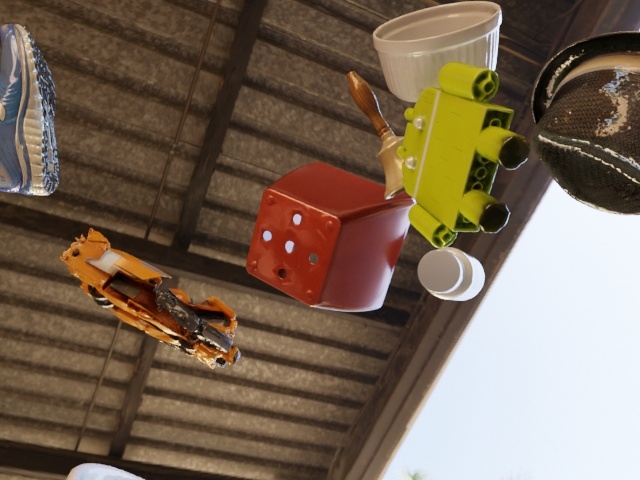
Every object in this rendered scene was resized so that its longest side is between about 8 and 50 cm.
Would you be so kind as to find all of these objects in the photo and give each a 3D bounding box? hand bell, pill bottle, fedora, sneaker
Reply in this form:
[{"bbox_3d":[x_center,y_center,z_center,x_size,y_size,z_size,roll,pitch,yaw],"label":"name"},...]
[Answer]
[{"bbox_3d":[0.117,-0.212,0.906,0.126,0.126,0.242,-29,-95,5],"label":"hand bell"},{"bbox_3d":[0.330,0.085,1.230,0.131,0.131,0.229,-49,-26,14],"label":"pill bottle"},{"bbox_3d":[0.460,-0.150,0.754,0.152,0.334,0.334,-44,-61,-21],"label":"fedora"},{"bbox_3d":[-0.578,-0.246,0.890,0.147,0.130,0.330,-4,-99,-15],"label":"sneaker"}]

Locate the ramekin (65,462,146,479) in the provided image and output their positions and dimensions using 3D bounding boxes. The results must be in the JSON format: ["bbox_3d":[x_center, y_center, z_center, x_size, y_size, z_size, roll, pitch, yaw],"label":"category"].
[{"bbox_3d":[-0.164,0.352,0.462,0.277,0.277,0.135,45,-113,-25],"label":"ramekin"}]

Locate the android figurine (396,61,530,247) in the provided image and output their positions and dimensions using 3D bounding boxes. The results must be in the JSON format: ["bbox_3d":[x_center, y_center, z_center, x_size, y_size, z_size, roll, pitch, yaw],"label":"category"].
[{"bbox_3d":[0.181,-0.122,0.692,0.056,0.273,0.248,0,-63,-18],"label":"android figurine"}]

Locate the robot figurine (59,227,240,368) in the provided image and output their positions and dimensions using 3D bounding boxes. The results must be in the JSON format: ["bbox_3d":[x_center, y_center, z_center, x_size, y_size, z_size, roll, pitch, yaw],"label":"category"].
[{"bbox_3d":[-0.248,0.102,0.756,0.291,0.085,0.211,29,-26,0],"label":"robot figurine"}]

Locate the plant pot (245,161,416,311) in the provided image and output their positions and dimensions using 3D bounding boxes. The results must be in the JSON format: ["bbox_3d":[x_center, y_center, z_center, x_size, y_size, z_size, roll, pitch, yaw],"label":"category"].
[{"bbox_3d":[0.000,0.000,1.007,0.267,0.235,0.267,25,-70,26],"label":"plant pot"}]

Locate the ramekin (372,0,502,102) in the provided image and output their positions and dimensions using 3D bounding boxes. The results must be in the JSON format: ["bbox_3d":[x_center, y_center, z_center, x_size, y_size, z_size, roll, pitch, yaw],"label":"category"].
[{"bbox_3d":[0.198,-0.317,0.820,0.207,0.207,0.109,-17,-56,-1],"label":"ramekin"}]
